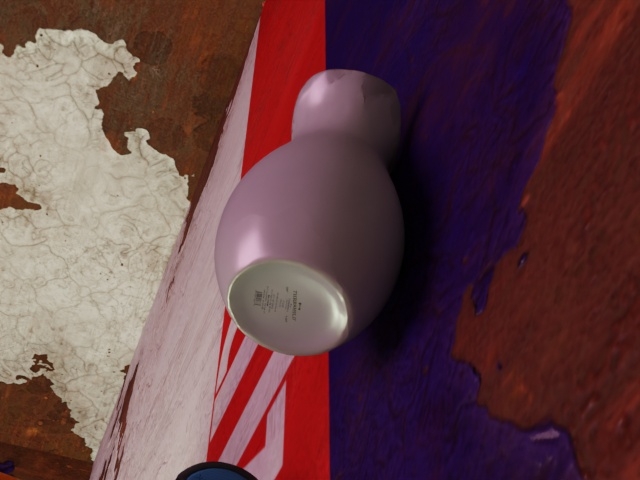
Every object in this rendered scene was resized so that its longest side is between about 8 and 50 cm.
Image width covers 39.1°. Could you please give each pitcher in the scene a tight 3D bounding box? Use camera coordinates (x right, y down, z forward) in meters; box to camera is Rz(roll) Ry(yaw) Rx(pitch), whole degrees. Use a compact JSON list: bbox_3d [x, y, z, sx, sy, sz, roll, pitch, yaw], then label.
[{"bbox_3d":[0.000,0.000,0.652,0.207,0.125,0.178,-73,-13,-50],"label":"pitcher"}]

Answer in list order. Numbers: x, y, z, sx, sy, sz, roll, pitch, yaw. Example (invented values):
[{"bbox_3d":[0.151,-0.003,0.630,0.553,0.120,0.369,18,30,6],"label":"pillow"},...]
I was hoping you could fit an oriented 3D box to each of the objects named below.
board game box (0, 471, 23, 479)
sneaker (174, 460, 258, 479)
[{"bbox_3d":[-0.462,0.431,0.834,0.356,0.356,0.356,-79,11,-69],"label":"board game box"},{"bbox_3d":[-0.104,0.342,0.672,0.139,0.125,0.341,97,-168,-72],"label":"sneaker"}]
